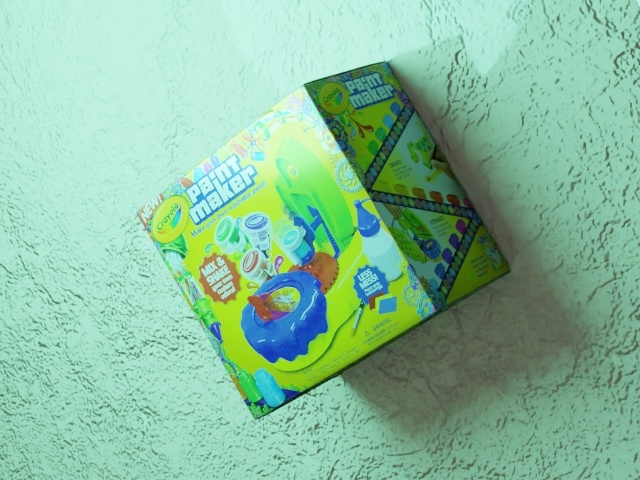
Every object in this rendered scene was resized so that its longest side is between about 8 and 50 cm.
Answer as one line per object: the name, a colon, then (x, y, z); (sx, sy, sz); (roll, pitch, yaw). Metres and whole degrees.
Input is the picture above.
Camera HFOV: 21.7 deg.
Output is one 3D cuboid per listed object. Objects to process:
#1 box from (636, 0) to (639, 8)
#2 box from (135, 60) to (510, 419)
box: (0.331, -0.375, 1.588); (0.169, 0.087, 0.290); (-26, 90, 36)
box: (0.000, 0.000, 1.868); (0.290, 0.177, 0.279); (-35, 83, 36)
